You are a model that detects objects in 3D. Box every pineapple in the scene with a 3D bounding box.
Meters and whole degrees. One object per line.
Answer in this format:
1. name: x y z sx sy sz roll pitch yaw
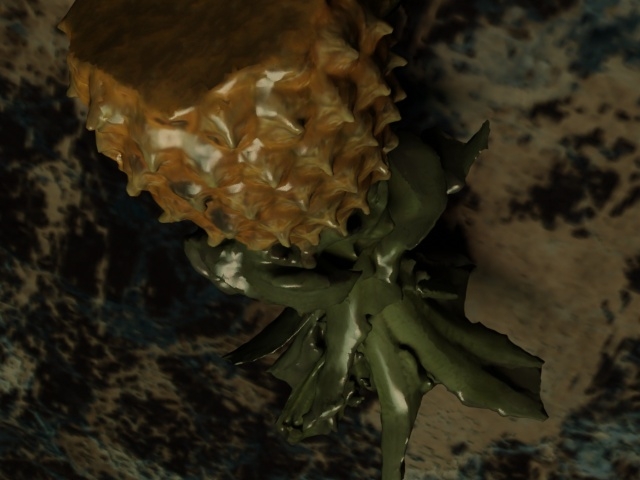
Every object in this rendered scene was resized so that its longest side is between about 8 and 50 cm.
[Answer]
1. pineapple: 0.000 0.000 0.698 0.119 0.130 0.277 1 149 23

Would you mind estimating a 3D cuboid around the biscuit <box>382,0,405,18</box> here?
1. biscuit: 0.016 -0.142 0.649 0.099 0.038 0.322 33 139 -6
